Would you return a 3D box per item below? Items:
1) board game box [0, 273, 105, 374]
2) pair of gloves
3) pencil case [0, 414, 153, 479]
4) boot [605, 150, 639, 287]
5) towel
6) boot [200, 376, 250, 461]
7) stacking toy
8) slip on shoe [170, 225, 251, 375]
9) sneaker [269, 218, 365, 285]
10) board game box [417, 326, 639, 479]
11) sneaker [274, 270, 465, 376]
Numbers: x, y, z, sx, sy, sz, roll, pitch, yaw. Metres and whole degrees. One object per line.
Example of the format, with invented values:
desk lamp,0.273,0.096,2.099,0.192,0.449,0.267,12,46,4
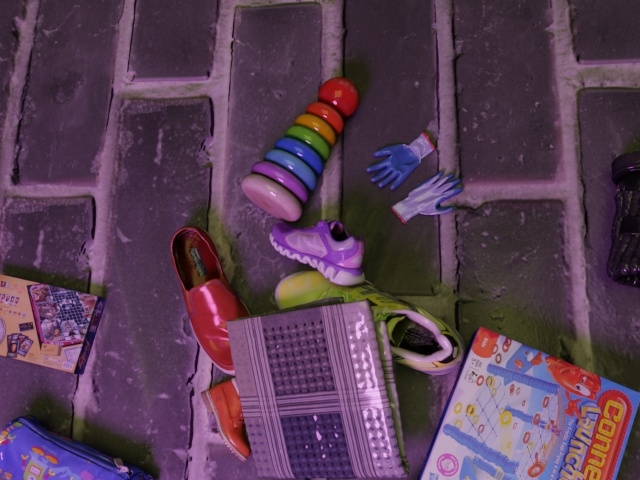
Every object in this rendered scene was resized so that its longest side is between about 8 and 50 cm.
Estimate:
board game box,-0.590,0.173,1.334,0.243,0.042,0.165,12,77,9
pair of gloves,0.199,-0.128,1.341,0.159,0.023,0.198,-32,73,-3
pencil case,-0.477,0.437,1.210,0.306,0.119,0.133,22,102,11
boot,0.720,-0.029,1.198,0.347,0.131,0.260,1,68,17
towel,-0.010,0.272,1.163,0.312,0.056,0.324,-11,91,26
boot,-0.162,0.344,1.236,0.084,0.059,0.158,-28,73,-7
stacking toy,-0.025,-0.208,1.335,0.141,0.141,0.330,28,76,13
slip on shoe,-0.221,0.116,1.281,0.123,0.101,0.331,-23,75,-2
sneaker,0.000,0.000,1.252,0.236,0.095,0.105,26,111,36
board game box,0.371,0.357,1.150,0.301,0.086,0.308,22,75,12
sneaker,0.093,0.140,1.215,0.384,0.147,0.145,17,78,11
